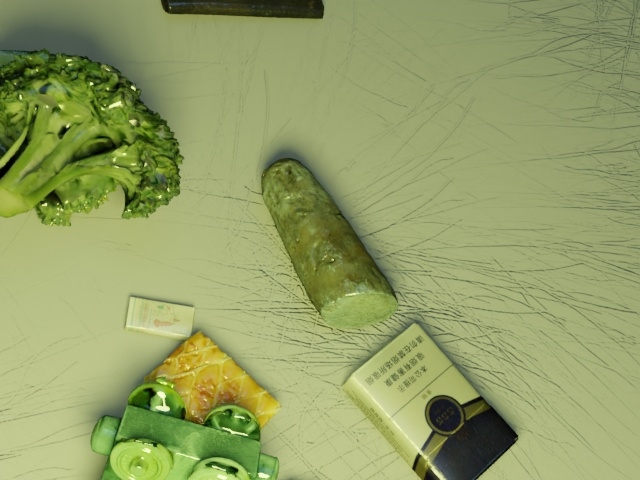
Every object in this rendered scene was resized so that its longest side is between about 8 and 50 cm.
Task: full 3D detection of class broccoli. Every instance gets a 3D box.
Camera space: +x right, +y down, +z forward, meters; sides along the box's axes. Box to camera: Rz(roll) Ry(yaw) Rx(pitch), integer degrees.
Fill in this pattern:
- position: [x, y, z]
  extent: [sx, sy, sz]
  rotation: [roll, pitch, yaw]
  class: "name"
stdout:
- position: [-0.396, -0.124, 1.777]
  extent: [0.375, 0.249, 0.302]
  rotation: [24, 67, 9]
  class: "broccoli"

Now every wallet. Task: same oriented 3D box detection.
- position: [-0.154, -0.500, 2.164]
  extent: [0.321, 0.044, 0.171]
  rotation: [-2, 65, -21]
  class: "wallet"

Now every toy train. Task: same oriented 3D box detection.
- position: [-0.201, 0.330, 1.623]
  extent: [0.271, 0.188, 0.159]
  rotation: [16, 33, -5]
  class: "toy train"

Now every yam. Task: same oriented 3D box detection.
- position: [0.000, 0.000, 1.896]
  extent: [0.133, 0.133, 0.330]
  rotation: [-20, 68, -24]
  class: "yam"

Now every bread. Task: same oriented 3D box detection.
- position: [-0.169, 0.244, 1.756]
  extent: [0.188, 0.068, 0.125]
  rotation: [42, 60, 7]
  class: "bread"

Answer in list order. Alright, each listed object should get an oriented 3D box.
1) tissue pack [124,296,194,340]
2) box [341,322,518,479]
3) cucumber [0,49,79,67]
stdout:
- position: [-0.259, 0.127, 1.816]
  extent: [0.108, 0.023, 0.056]
  rotation: [12, 61, -10]
  class: "tissue pack"
- position: [0.179, 0.282, 1.836]
  extent: [0.168, 0.071, 0.259]
  rotation: [-37, 77, -29]
  class: "box"
- position: [-0.534, -0.268, 1.919]
  extent: [0.243, 0.063, 0.115]
  rotation: [7, 63, -13]
  class: "cucumber"
